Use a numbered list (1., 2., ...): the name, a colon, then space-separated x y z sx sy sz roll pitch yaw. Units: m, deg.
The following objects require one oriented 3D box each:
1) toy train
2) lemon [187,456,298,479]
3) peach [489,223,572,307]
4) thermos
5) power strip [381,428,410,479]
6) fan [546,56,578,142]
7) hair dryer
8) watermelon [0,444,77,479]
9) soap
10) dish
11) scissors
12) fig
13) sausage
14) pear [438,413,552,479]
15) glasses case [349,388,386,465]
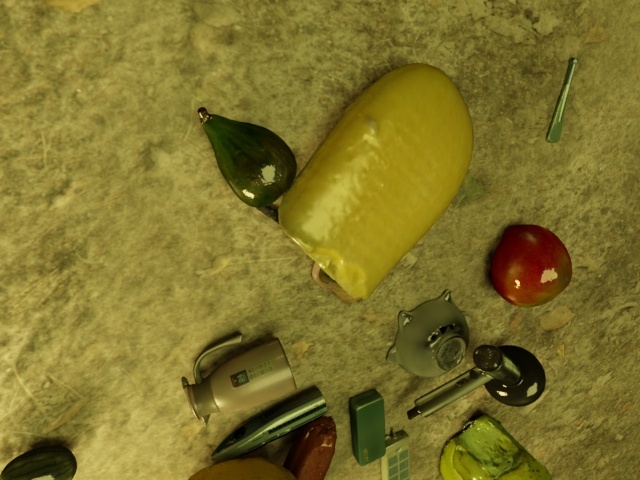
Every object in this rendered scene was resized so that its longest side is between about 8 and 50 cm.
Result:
1. toy train: -0.108 0.382 0.845 0.251 0.055 0.048 -19 114 -20
2. lemon: -0.150 0.544 0.755 0.310 0.258 0.258 -23 117 5
3. peach: 0.508 0.062 1.004 0.190 0.192 0.190 -12 148 -8
4. thermos: -0.157 0.250 0.763 0.193 0.105 0.137 -19 88 -12
5. power strip: 0.199 0.589 1.077 0.080 0.029 0.227 -14 112 -21
6. fan: 0.572 -0.328 0.961 0.038 0.016 0.193 -1 107 -23
7. hair dryer: 0.367 0.340 1.014 0.284 0.156 0.320 -29 144 32
8. watermelon: -0.460 0.379 0.663 0.110 0.078 0.078 -1 107 -24
9. soap: 0.126 -0.116 0.757 0.427 0.115 0.306 -48 119 -8
10. dish: 0.279 0.241 0.967 0.236 0.086 0.228 -42 119 -8
11. scissors: 0.000 0.000 0.789 0.317 0.024 0.160 33 92 -31
12. fig: -0.121 -0.140 0.644 0.177 0.117 0.117 43 85 -17
13. sausage: -0.048 0.535 0.903 0.102 0.102 0.330 16 99 -29
14. pear: 0.473 0.646 1.103 0.238 0.255 0.164 -46 122 0
15. glasses case: 0.115 0.453 0.985 0.077 0.039 0.184 -14 112 -21
